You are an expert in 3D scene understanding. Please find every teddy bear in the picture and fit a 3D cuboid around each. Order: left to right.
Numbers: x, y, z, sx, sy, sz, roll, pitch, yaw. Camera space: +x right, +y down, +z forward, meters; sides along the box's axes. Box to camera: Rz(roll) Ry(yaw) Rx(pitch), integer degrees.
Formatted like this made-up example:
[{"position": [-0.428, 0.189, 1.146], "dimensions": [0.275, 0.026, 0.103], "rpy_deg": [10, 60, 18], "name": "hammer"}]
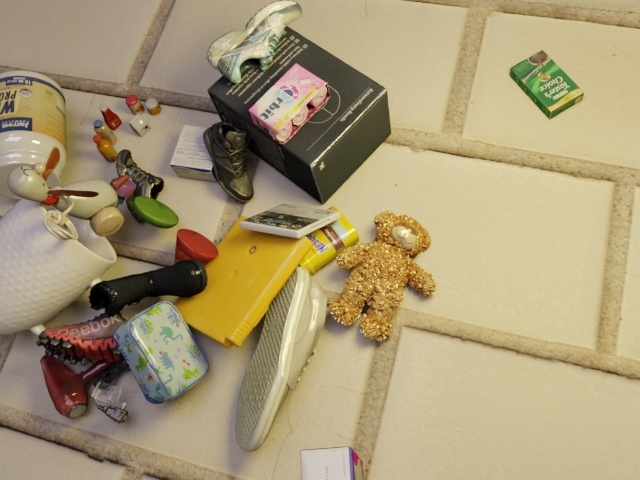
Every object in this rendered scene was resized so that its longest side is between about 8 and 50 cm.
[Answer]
[{"position": [0.156, 0.080, 1.735], "dimensions": [0.338, 0.113, 0.245], "rpy_deg": [-44, 69, -11], "name": "teddy bear"}]

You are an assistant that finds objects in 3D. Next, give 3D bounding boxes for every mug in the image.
[{"position": [-0.706, 0.104, 1.803], "dimensions": [0.328, 0.276, 0.374], "rpy_deg": [-44, 96, 1], "name": "mug"}]

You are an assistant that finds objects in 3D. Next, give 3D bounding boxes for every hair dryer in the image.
[{"position": [-0.576, 0.345, 1.772], "dimensions": [0.293, 0.080, 0.223], "rpy_deg": [9, 50, 9], "name": "hair dryer"}]

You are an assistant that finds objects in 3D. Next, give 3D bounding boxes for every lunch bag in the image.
[{"position": [-0.375, 0.266, 1.679], "dimensions": [0.090, 0.176, 0.219], "rpy_deg": [-29, 93, 34], "name": "lunch bag"}]

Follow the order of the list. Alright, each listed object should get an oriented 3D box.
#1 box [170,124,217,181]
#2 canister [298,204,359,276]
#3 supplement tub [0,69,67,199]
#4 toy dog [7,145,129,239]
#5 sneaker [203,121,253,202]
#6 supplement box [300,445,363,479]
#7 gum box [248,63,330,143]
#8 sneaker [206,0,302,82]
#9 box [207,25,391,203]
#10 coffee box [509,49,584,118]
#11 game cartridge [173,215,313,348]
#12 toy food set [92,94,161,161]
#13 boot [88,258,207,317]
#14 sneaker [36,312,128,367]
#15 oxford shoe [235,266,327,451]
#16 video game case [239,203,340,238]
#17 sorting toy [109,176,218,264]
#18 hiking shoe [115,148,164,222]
[{"position": [-0.338, -0.246, 1.987], "dimensions": [0.126, 0.072, 0.137], "rpy_deg": [9, 67, 13], "name": "box"}, {"position": [0.000, 0.000, 1.818], "dimensions": [0.170, 0.073, 0.126], "rpy_deg": [-34, 64, -9], "name": "canister"}, {"position": [-0.846, -0.299, 2.011], "dimensions": [0.228, 0.228, 0.316], "rpy_deg": [-13, 64, 3], "name": "supplement tub"}, {"position": [-0.584, -0.129, 1.718], "dimensions": [0.220, 0.333, 0.161], "rpy_deg": [44, 96, 2], "name": "toy dog"}, {"position": [-0.231, -0.215, 1.890], "dimensions": [0.087, 0.130, 0.227], "rpy_deg": [-22, 92, -33], "name": "sneaker"}, {"position": [0.029, 0.513, 1.497], "dimensions": [0.114, 0.220, 0.111], "rpy_deg": [-7, 64, 8], "name": "supplement box"}, {"position": [-0.080, -0.339, 1.757], "dimensions": [0.107, 0.062, 0.188], "rpy_deg": [37, 76, 23], "name": "gum box"}, {"position": [-0.152, -0.513, 1.844], "dimensions": [0.283, 0.110, 0.122], "rpy_deg": [-38, 82, -5], "name": "sneaker"}, {"position": [-0.051, -0.348, 1.909], "dimensions": [0.395, 0.212, 0.293], "rpy_deg": [39, 76, 23], "name": "box"}, {"position": [0.618, -0.429, 1.928], "dimensions": [0.113, 0.040, 0.184], "rpy_deg": [-29, 64, -4], "name": "coffee box"}, {"position": [-0.202, 0.097, 1.753], "dimensions": [0.285, 0.053, 0.324], "rpy_deg": [18, 68, 49], "name": "game cartridge"}, {"position": [-0.581, -0.354, 2.059], "dimensions": [0.111, 0.104, 0.232], "rpy_deg": [37, 76, 22], "name": "toy food set"}, {"position": [-0.424, 0.119, 1.722], "dimensions": [0.246, 0.207, 0.094], "rpy_deg": [-9, 96, 39], "name": "boot"}, {"position": [-0.556, 0.237, 1.750], "dimensions": [0.276, 0.097, 0.135], "rpy_deg": [4, 49, 2], "name": "sneaker"}, {"position": [-0.083, 0.282, 1.672], "dimensions": [0.169, 0.130, 0.449], "rpy_deg": [-11, 56, 53], "name": "oxford shoe"}, {"position": [-0.076, -0.051, 1.764], "dimensions": [0.190, 0.022, 0.173], "rpy_deg": [10, 24, 36], "name": "video game case"}, {"position": [-0.438, -0.020, 1.853], "dimensions": [0.365, 0.127, 0.126], "rpy_deg": [37, 107, 16], "name": "sorting toy"}, {"position": [-0.499, -0.162, 1.978], "dimensions": [0.114, 0.086, 0.227], "rpy_deg": [-19, 74, -6], "name": "hiking shoe"}]
